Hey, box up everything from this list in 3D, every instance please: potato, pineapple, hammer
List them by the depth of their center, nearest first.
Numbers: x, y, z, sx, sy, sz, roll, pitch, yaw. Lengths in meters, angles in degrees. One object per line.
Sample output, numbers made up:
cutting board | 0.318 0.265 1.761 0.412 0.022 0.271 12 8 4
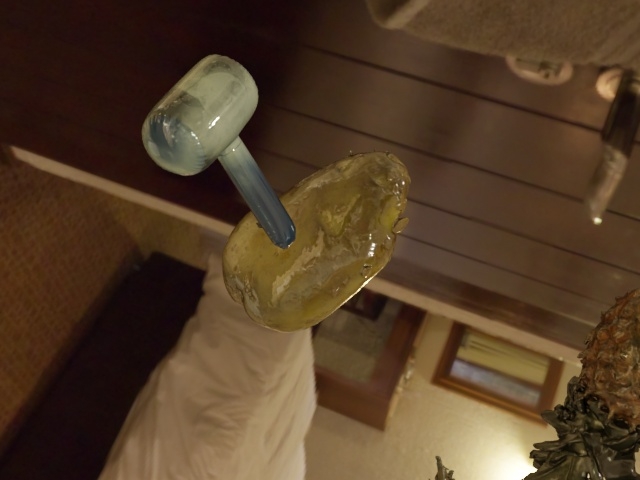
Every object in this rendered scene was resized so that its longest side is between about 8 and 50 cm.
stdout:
hammer | -0.076 -0.065 0.676 0.116 0.070 0.193 -57 130 -34
pineapple | 0.359 0.215 0.910 0.309 0.141 0.170 -62 -154 20
potato | 0.000 0.000 0.969 0.296 0.191 0.141 -42 138 15

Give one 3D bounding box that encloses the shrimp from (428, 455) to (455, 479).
shrimp | 0.254 0.695 1.845 0.085 0.247 0.360 -120 -145 -63
